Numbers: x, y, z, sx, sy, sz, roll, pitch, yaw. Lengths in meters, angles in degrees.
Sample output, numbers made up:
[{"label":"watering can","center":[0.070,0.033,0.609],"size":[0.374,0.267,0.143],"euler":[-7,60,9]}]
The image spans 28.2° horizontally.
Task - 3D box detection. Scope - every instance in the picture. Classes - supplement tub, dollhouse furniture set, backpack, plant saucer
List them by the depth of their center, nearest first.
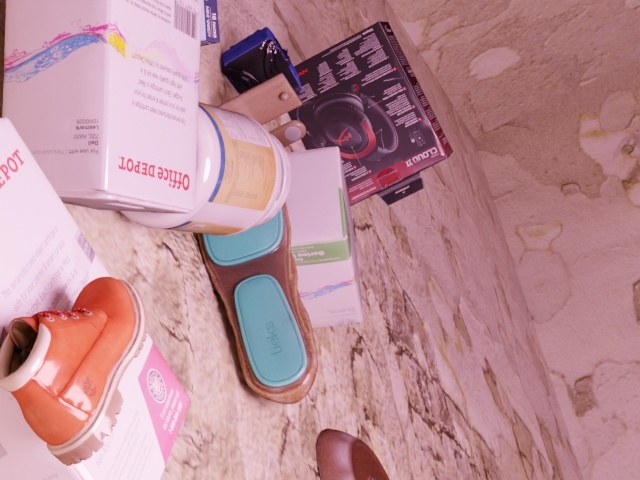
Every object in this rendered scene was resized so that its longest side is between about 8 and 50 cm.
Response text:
[{"label":"supplement tub","center":[-0.132,-0.079,1.419],"size":[0.200,0.144,0.144],"euler":[8,58,-63]},{"label":"plant saucer","center":[0.059,0.329,1.641],"size":[0.198,0.036,0.198],"euler":[56,18,-29]},{"label":"dollhouse furniture set","center":[-0.068,-0.115,1.766],"size":[0.144,0.123,0.151],"euler":[54,18,-33]},{"label":"backpack","center":[-0.085,-0.265,2.001],"size":[0.120,0.098,0.101],"euler":[55,14,-27]}]

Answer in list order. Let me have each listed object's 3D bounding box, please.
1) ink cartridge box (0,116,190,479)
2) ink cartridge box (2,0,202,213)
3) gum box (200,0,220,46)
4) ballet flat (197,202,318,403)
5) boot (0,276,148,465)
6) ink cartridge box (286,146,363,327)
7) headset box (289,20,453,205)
[{"label":"ink cartridge box","center":[-0.230,0.077,0.931],"size":[0.283,0.117,0.207],"euler":[60,17,-17]},{"label":"ink cartridge box","center":[-0.205,-0.170,1.227],"size":[0.201,0.117,0.278],"euler":[11,80,-71]},{"label":"gum box","center":[-0.190,-0.304,1.428],"size":[0.184,0.041,0.156],"euler":[-4,89,-54]},{"label":"ballet flat","center":[-0.073,0.047,1.551],"size":[0.124,0.116,0.342],"euler":[79,-7,-65]},{"label":"boot","center":[-0.165,0.063,0.844],"size":[0.084,0.059,0.158],"euler":[50,26,-27]},{"label":"ink cartridge box","center":[0.000,0.000,1.725],"size":[0.212,0.093,0.154],"euler":[74,9,-55]},{"label":"headset box","center":[0.082,-0.204,2.228],"size":[0.293,0.218,0.110],"euler":[62,15,-3]}]
